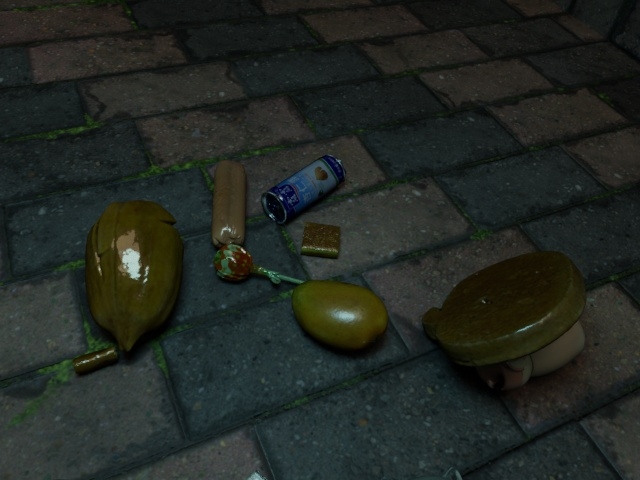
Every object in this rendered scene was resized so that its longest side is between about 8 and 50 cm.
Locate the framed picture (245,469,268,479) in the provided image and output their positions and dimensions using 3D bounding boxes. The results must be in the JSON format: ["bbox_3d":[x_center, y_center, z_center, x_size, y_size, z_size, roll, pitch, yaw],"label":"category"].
[{"bbox_3d":[-0.119,0.538,0.866,0.197,0.014,0.252,33,52,20],"label":"framed picture"}]

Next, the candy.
[{"bbox_3d":[-0.109,0.082,1.243,0.288,0.084,0.078,17,51,-7],"label":"candy"}]

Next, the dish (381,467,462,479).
[{"bbox_3d":[0.199,0.485,0.913,0.237,0.086,0.227,-22,56,-25],"label":"dish"}]

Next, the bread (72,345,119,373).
[{"bbox_3d":[-0.446,0.237,1.061,0.083,0.047,0.036,-18,85,-20],"label":"bread"}]

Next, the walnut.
[{"bbox_3d":[-0.391,0.071,1.119,0.209,0.209,0.336,-1,62,-10],"label":"walnut"}]

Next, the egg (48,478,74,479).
[{"bbox_3d":[-0.408,0.496,0.700,0.259,0.258,0.352,25,53,13],"label":"egg"}]

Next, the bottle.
[{"bbox_3d":[0.426,0.231,1.129,0.237,0.147,0.147,-24,56,-24],"label":"bottle"}]

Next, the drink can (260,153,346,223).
[{"bbox_3d":[-0.042,-0.140,1.416,0.097,0.097,0.235,38,53,22],"label":"drink can"}]

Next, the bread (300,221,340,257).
[{"bbox_3d":[0.000,0.000,1.339,0.095,0.035,0.090,7,49,-3],"label":"bread"}]

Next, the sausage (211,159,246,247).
[{"bbox_3d":[-0.231,-0.097,1.355,0.086,0.086,0.288,0,48,-8],"label":"sausage"}]

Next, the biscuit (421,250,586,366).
[{"bbox_3d":[0.377,0.144,1.123,0.070,0.351,0.394,61,34,-8],"label":"biscuit"}]

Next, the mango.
[{"bbox_3d":[0.036,0.159,1.153,0.221,0.120,0.151,12,45,11],"label":"mango"}]
